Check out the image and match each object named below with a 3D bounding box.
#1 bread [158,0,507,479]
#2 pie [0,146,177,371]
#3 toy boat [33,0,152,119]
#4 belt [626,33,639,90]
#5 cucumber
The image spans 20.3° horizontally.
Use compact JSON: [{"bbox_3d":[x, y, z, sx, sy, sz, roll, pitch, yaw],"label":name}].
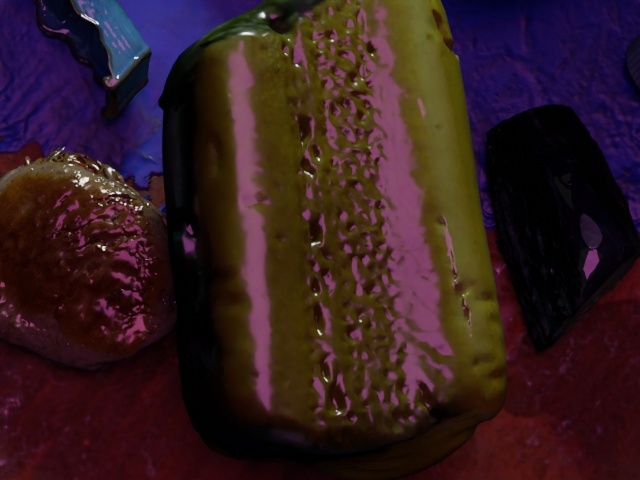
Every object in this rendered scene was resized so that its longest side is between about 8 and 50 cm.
[{"bbox_3d":[0.000,0.000,1.379,0.251,0.208,0.376,-5,75,-14],"label":"bread"},{"bbox_3d":[-0.196,0.017,1.424,0.193,0.079,0.163,29,82,9],"label":"pie"},{"bbox_3d":[-0.217,-0.184,1.476,0.077,0.075,0.185,-33,78,-22],"label":"toy boat"},{"bbox_3d":[0.311,-0.100,1.518,0.100,0.065,0.179,-27,77,-21],"label":"belt"},{"bbox_3d":[0.205,-0.020,1.477,0.115,0.086,0.193,-15,70,-8],"label":"cucumber"}]
